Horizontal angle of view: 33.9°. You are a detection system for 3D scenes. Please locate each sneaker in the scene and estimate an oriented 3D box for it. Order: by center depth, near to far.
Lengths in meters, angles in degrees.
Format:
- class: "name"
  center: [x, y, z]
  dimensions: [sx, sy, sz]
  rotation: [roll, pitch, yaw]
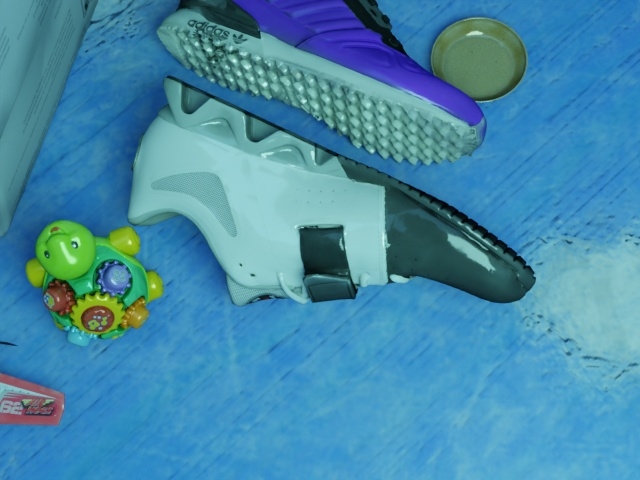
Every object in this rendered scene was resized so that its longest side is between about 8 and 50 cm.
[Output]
- class: "sneaker"
  center: [0.000, 0.000, 0.828]
  dimensions: [0.330, 0.122, 0.146]
  rotation: [24, 93, 12]
- class: "sneaker"
  center: [0.018, -0.176, 0.884]
  dimensions: [0.293, 0.102, 0.146]
  rotation: [25, 73, 13]

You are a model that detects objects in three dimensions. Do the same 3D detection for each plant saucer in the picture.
- class: "plant saucer"
  center: [0.137, -0.154, 0.913]
  dimensions: [0.083, 0.015, 0.083]
  rotation: [-1, 71, 4]

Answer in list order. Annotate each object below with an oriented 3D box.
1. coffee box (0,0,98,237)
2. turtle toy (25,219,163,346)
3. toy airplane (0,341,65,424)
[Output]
- class: "coffee box"
  center: [-0.358, -0.249, 0.784]
  dimensions: [0.334, 0.338, 0.338]
  rotation: [17, 71, -3]
- class: "turtle toy"
  center: [-0.180, 0.032, 0.817]
  dimensions: [0.095, 0.130, 0.066]
  rotation: [-20, 39, 1]
- class: "toy airplane"
  center: [-0.274, 0.148, 0.830]
  dimensions: [0.151, 0.028, 0.151]
  rotation: [-2, 70, 5]
